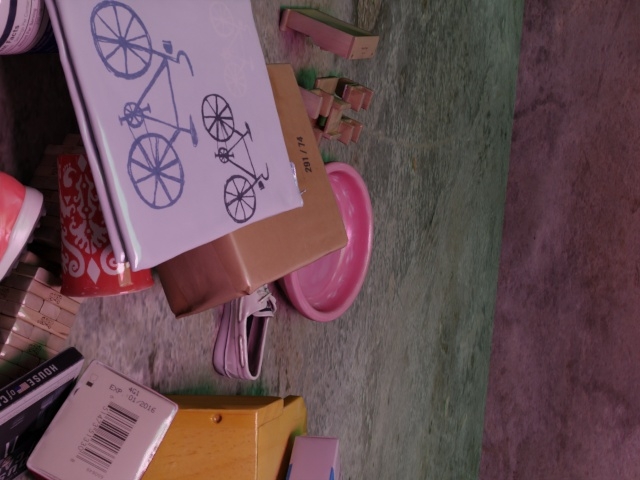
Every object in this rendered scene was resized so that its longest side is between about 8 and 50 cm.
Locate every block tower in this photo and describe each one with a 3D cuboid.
[{"bbox_3d":[-0.355,0.029,0.993,0.097,0.091,0.335,45,59,-52],"label":"block tower"}]

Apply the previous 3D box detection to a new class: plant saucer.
[{"bbox_3d":[0.000,0.000,1.584,0.332,0.084,0.332,-20,113,-57],"label":"plant saucer"}]

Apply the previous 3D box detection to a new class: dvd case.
[{"bbox_3d":[-0.384,0.246,0.919,0.179,0.030,0.238,-36,161,-50],"label":"dvd case"}]

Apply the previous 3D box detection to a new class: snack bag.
[{"bbox_3d":[-0.162,-0.160,0.964,0.343,0.037,0.323,-25,104,-52],"label":"snack bag"}]

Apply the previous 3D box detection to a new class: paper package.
[{"bbox_3d":[-0.132,-0.089,1.176,0.309,0.168,0.324,-24,94,-56],"label":"paper package"}]

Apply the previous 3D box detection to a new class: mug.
[{"bbox_3d":[-0.275,-0.026,0.954,0.113,0.150,0.169,-7,99,-21],"label":"mug"}]

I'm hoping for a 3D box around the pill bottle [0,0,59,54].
[{"bbox_3d":[-0.359,-0.288,0.863,0.265,0.153,0.153,-23,115,-55],"label":"pill bottle"}]

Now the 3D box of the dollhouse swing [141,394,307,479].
[{"bbox_3d":[-0.183,0.426,1.291,0.305,0.315,0.346,-171,-99,-90],"label":"dollhouse swing"}]

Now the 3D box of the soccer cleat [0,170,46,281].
[{"bbox_3d":[-0.437,0.060,0.875,0.116,0.109,0.318,33,70,-31],"label":"soccer cleat"}]

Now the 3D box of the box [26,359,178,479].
[{"bbox_3d":[-0.285,0.273,1.007,0.148,0.127,0.232,-62,-177,-27],"label":"box"}]

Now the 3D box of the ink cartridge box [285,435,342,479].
[{"bbox_3d":[-0.008,0.451,1.308,0.139,0.082,0.190,-75,165,-53],"label":"ink cartridge box"}]

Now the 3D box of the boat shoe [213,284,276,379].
[{"bbox_3d":[-0.125,0.121,1.393,0.096,0.088,0.267,26,74,-57],"label":"boat shoe"}]

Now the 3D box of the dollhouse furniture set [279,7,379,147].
[{"bbox_3d":[-0.009,-0.311,1.500,0.212,0.161,0.242,-24,138,-55],"label":"dollhouse furniture set"}]
